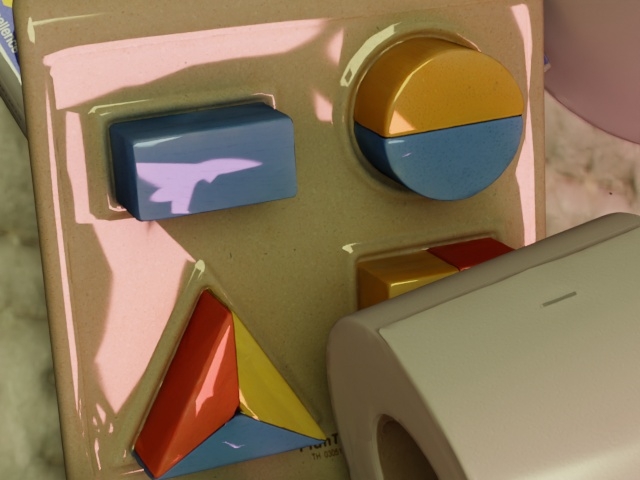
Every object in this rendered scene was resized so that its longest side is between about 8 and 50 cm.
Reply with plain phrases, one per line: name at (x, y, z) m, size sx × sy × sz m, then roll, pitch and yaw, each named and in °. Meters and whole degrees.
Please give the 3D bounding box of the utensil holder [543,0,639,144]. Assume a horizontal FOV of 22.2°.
utensil holder at (0.295, -0.226, 0.952) m, size 0.328 × 0.385 × 0.327 m, roll 1°, pitch 84°, yaw -12°

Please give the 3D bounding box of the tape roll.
tape roll at (0.129, 0.125, 0.873) m, size 0.169 × 0.246 × 0.246 m, roll -20°, pitch 89°, yaw -15°

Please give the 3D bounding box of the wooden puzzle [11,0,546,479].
wooden puzzle at (0.000, 0.000, 0.959) m, size 0.322 × 0.080 × 0.348 m, roll -10°, pitch 104°, yaw -20°

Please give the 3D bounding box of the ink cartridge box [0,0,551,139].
ink cartridge box at (-0.061, -0.156, 1.027) m, size 0.307 × 0.072 × 0.303 m, roll -31°, pitch 92°, yaw -17°
